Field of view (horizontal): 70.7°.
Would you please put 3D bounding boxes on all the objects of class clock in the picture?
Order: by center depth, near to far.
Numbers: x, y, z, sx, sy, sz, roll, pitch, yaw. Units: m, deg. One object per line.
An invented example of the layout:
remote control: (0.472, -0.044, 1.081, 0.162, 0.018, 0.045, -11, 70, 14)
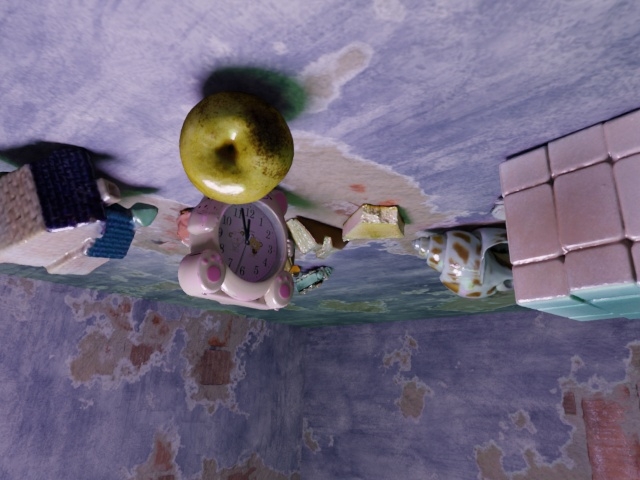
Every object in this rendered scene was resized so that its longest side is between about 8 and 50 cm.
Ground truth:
clock: (-0.185, -0.002, 1.076, 0.114, 0.310, 0.283, -14, 156, 43)

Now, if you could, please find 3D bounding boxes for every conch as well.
conch: (0.469, 0.054, 1.350, 0.367, 0.197, 0.250, 5, 129, -15)

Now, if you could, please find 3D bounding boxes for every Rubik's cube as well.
Rubik's cube: (0.588, -0.024, 0.896, 0.321, 0.319, 0.315, 16, 157, -37)

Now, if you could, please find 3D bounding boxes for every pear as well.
pear: (-0.145, -0.162, 0.797, 0.197, 0.198, 0.197, 2, 162, 1)

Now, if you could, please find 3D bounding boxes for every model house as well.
model house: (-0.571, -0.071, 1.080, 0.283, 0.244, 0.298, -19, 169, 16)

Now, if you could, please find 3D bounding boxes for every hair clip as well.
hair clip: (0.518, -0.075, 1.185, 0.171, 0.049, 0.116, 7, 157, -6)

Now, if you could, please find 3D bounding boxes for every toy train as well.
toy train: (-0.029, 0.164, 1.906, 0.125, 0.081, 0.194, -23, 173, -42)

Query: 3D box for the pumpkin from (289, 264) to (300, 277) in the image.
pumpkin: (-0.125, 0.133, 1.889, 0.074, 0.054, 0.083, 1, 158, -10)

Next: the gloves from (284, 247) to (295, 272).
gloves: (-0.161, 0.050, 1.502, 0.154, 0.141, 0.331, 2, 162, -4)

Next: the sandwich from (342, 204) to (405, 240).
sandwich: (0.135, -0.051, 1.295, 0.192, 0.058, 0.162, -2, 159, 20)

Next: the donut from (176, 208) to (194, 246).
donut: (-0.328, -0.031, 1.371, 0.232, 0.085, 0.199, -3, 160, 13)

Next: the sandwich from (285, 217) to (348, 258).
sandwich: (0.000, 0.000, 1.411, 0.244, 0.089, 0.090, 18, 153, -38)
